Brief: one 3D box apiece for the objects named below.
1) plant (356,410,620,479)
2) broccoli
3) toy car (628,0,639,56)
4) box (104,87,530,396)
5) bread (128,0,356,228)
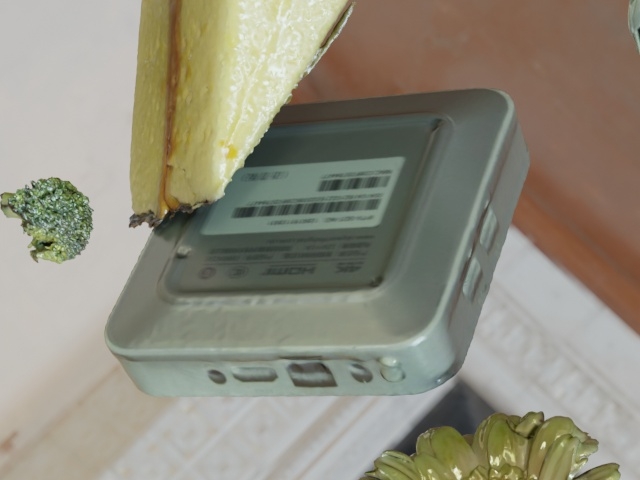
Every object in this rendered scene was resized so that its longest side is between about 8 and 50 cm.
[{"bbox_3d":[0.149,0.307,1.796,0.261,0.306,0.297,9,130,4],"label":"plant"},{"bbox_3d":[-0.250,-0.020,1.605,0.092,0.097,0.095,9,120,12],"label":"broccoli"},{"bbox_3d":[0.315,-0.136,1.515,0.095,0.056,0.205,10,130,51],"label":"toy car"},{"bbox_3d":[0.000,-0.001,1.921,0.396,0.396,0.111,-4,133,27],"label":"box"},{"bbox_3d":[-0.062,-0.190,1.921,0.346,0.242,0.404,-146,54,-67],"label":"bread"}]
